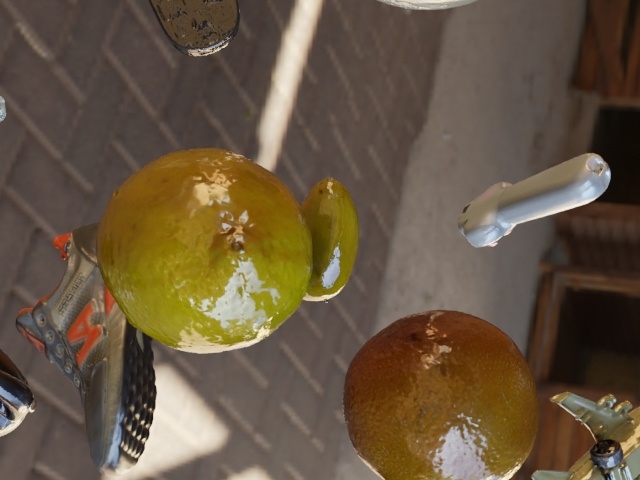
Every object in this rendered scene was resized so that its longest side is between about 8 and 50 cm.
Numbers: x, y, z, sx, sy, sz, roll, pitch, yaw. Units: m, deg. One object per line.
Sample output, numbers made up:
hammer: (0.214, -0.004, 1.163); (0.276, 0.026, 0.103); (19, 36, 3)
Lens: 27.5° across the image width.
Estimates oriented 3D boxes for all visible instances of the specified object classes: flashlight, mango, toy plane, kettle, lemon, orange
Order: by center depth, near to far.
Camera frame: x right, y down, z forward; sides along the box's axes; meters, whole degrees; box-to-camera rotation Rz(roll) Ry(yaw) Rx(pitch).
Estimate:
flashlight: (0.236, -0.044, 1.442); (0.047, 0.200, 0.093); (49, 49, -16)
lemon: (-0.128, 0.011, 1.444); (0.263, 0.236, 0.236); (-116, -165, -54)
toy plane: (0.373, 0.275, 1.655); (0.256, 0.104, 0.242); (-28, 109, -18)
mango: (0.000, 0.000, 1.680); (0.076, 0.103, 0.161); (-7, 115, -57)
orange: (0.162, 0.219, 1.729); (0.264, 0.264, 0.264); (6, 90, -72)
kettle: (-0.618, 0.231, 2.209); (0.268, 0.290, 0.207); (-20, -138, 60)

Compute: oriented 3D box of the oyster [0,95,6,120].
oyster: (-0.379, -0.159, 1.389); (0.098, 0.100, 0.037); (-56, 177, 26)

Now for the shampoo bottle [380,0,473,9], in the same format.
shampoo bottle: (0.128, -0.437, 1.568); (0.317, 0.322, 0.322); (-104, -169, -67)

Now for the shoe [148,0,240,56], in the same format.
shoe: (-0.100, -0.204, 0.876); (0.049, 0.071, 0.179); (93, -22, -83)

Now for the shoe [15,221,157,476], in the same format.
shoe: (-0.300, 0.126, 1.635); (0.132, 0.171, 0.336); (67, 20, -68)
